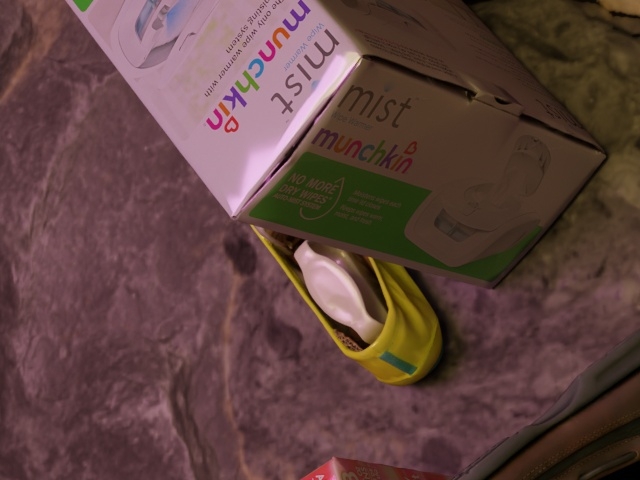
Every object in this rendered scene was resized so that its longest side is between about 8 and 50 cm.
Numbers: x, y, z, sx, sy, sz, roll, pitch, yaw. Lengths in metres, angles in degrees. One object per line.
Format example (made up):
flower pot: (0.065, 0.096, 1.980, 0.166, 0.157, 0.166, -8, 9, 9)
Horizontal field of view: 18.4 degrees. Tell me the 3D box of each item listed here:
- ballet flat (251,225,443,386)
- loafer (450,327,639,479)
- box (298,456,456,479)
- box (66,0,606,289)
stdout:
ballet flat: (0.000, 0.000, 1.289, 0.077, 0.077, 0.231, -48, 55, 19)
loafer: (0.123, 0.146, 1.078, 0.267, 0.096, 0.084, -37, 72, -25)
box: (0.044, 0.294, 1.146, 0.154, 0.142, 0.300, -35, 61, 25)
box: (0.009, -0.106, 1.191, 0.127, 0.262, 0.231, -50, 56, 18)
